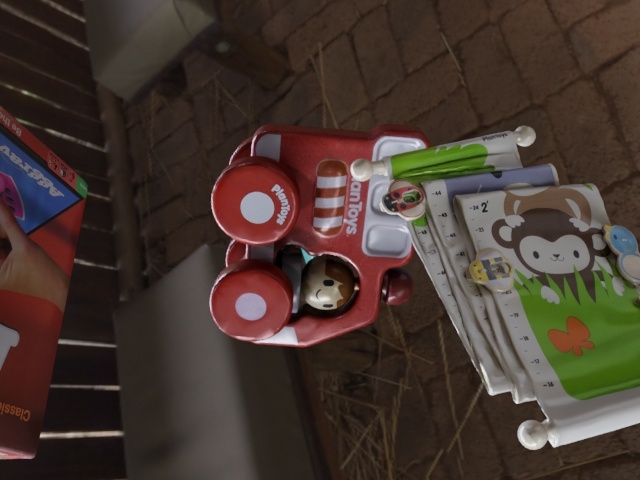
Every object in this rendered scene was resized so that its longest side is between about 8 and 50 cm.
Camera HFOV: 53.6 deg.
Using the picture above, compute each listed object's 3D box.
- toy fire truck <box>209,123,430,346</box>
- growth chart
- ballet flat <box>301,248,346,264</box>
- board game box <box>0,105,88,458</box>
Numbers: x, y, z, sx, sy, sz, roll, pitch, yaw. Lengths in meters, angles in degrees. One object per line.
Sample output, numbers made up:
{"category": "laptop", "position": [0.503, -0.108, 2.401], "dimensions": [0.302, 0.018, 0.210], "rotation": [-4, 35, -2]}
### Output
{"category": "toy fire truck", "position": [0.000, 0.000, 0.802], "dimensions": [0.169, 0.254, 0.301], "rotation": [-88, 2, -70]}
{"category": "growth chart", "position": [0.145, 0.017, 0.422], "dimensions": [0.237, 0.172, 0.021], "rotation": [62, 160, 25]}
{"category": "ballet flat", "position": [-0.011, -0.052, 1.005], "dimensions": [0.091, 0.077, 0.240], "rotation": [113, 144, -54]}
{"category": "board game box", "position": [-0.173, -0.027, 0.194], "dimensions": [0.027, 0.281, 0.144], "rotation": [-6, 63, 14]}
